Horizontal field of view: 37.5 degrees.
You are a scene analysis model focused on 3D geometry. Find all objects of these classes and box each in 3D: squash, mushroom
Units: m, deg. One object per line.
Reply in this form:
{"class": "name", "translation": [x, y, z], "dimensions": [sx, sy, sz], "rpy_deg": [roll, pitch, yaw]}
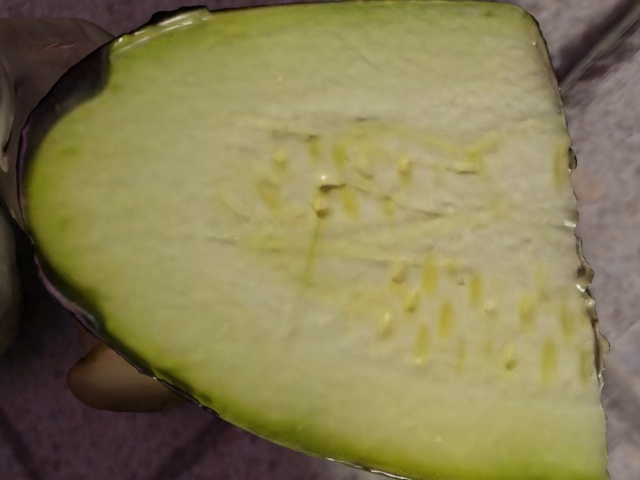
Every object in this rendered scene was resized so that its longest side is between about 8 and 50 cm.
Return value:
{"class": "squash", "translation": [0.000, 0.000, 0.404], "dimensions": [0.204, 0.155, 0.236], "rpy_deg": [-12, 72, 24]}
{"class": "mushroom", "translation": [-0.119, -0.030, 0.496], "dimensions": [0.108, 0.096, 0.246], "rpy_deg": [-34, 67, 13]}

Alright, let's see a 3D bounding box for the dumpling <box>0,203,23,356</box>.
{"class": "dumpling", "translation": [-0.223, -0.005, 0.521], "dimensions": [0.126, 0.216, 0.166], "rpy_deg": [6, 71, -4]}
